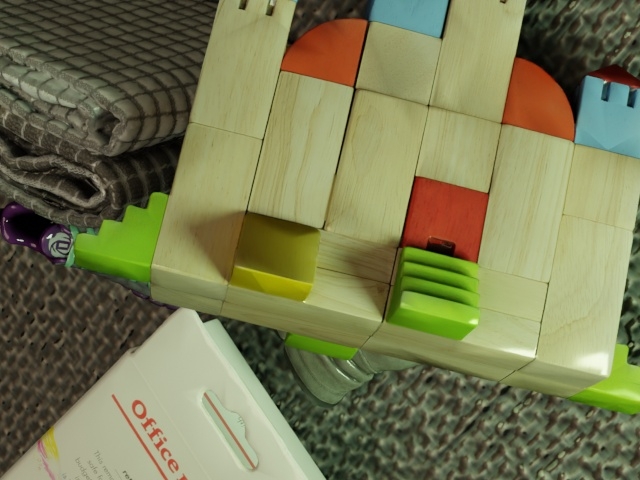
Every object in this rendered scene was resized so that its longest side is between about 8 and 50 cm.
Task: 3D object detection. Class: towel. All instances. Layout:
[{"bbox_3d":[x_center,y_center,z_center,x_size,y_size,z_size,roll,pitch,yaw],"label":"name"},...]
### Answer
[{"bbox_3d":[-0.183,-0.116,1.106,0.283,0.235,0.121,24,119,28],"label":"towel"}]

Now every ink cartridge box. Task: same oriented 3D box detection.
[{"bbox_3d":[-0.122,0.211,1.203,0.353,0.119,0.207,-43,75,33],"label":"ink cartridge box"}]

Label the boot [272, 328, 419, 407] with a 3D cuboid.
[{"bbox_3d":[0.000,0.000,1.104,0.161,0.083,0.246,-23,85,41],"label":"boot"}]

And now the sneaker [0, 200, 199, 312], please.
[{"bbox_3d":[-0.171,0.014,1.206,0.223,0.098,0.083,18,110,30],"label":"sneaker"}]

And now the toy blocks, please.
[{"bbox_3d":[0.059,-0.060,0.956,0.381,0.191,0.261,14,74,-3],"label":"toy blocks"}]
